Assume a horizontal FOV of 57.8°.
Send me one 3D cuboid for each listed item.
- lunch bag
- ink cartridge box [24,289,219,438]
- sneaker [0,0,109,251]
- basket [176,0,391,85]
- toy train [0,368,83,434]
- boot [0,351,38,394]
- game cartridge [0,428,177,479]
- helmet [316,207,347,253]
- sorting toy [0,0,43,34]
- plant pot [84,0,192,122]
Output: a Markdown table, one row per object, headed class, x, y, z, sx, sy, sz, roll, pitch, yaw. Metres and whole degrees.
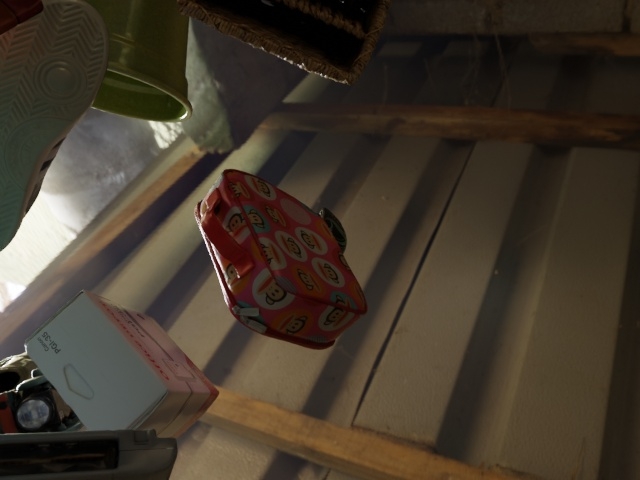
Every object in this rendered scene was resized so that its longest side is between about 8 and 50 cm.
| class | x | y | z | sx | sy | sz | roll | pitch | yaw |
| --- | --- | --- | --- | --- | --- | --- | --- | --- | --- |
| lunch bag | -0.076 | 0.020 | 0.910 | 0.120 | 0.258 | 0.293 | -46 | -132 | 20 |
| ink cartridge box | -0.297 | 0.210 | 0.924 | 0.117 | 0.283 | 0.207 | -44 | -104 | -8 |
| sneaker | -0.394 | -0.155 | 0.756 | 0.350 | 0.131 | 0.148 | -59 | -151 | 3 |
| basket | -0.035 | -0.409 | 0.890 | 0.299 | 0.214 | 0.223 | 22 | -151 | -10 |
| toy train | -0.531 | 0.316 | 1.044 | 0.190 | 0.142 | 0.334 | -20 | 176 | -19 |
| boot | -0.716 | 0.317 | 1.302 | 0.213 | 0.077 | 0.165 | -27 | -173 | 8 |
| game cartridge | -0.310 | 0.263 | 0.593 | 0.297 | 0.198 | 0.062 | 4 | -139 | -21 |
| helmet | 0.000 | 0.000 | 1.709 | 0.169 | 0.162 | 0.170 | -24 | -143 | 20 |
| sorting toy | -0.333 | -0.229 | 0.462 | 0.126 | 0.127 | 0.365 | -63 | -167 | -10 |
| plant pot | -0.332 | -0.369 | 0.988 | 0.275 | 0.276 | 0.254 | 7 | -96 | 24 |
